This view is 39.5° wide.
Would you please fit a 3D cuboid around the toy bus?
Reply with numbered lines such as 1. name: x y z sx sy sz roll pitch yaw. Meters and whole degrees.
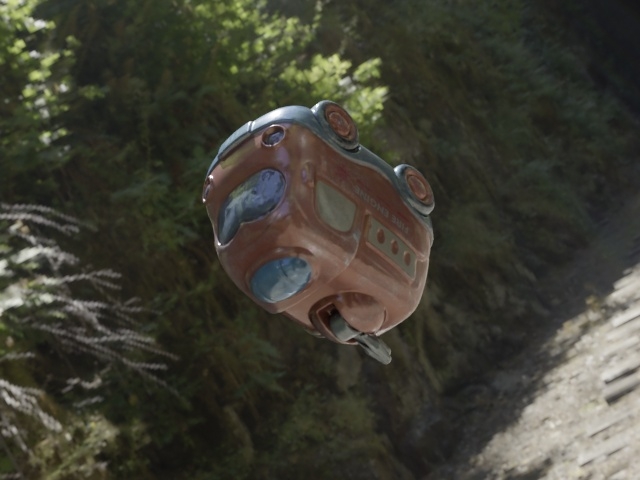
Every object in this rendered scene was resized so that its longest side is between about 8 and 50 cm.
1. toy bus: 0.000 0.000 1.055 0.197 0.294 0.232 -33 35 33
